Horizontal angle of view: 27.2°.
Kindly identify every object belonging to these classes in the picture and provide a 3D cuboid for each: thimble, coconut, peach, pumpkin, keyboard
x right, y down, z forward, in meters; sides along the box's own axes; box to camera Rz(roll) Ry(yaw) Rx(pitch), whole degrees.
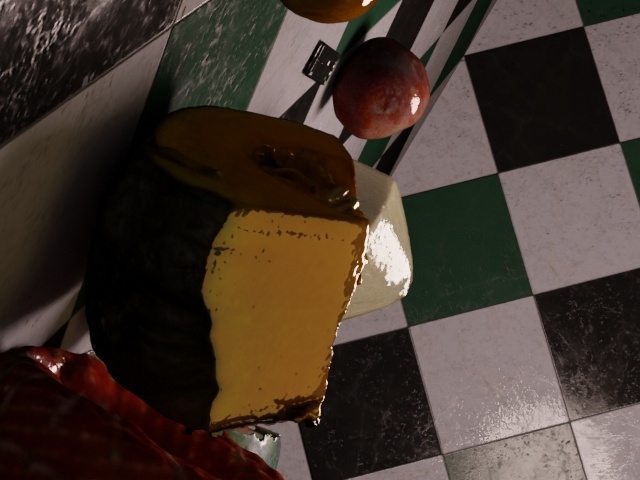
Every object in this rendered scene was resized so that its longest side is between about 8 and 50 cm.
[{"bbox_3d":[-0.184,0.258,1.151,0.231,0.350,0.350,-60,174,-2],"label":"thimble"},{"bbox_3d":[0.000,0.000,1.738,0.237,0.265,0.237,-156,-90,-90],"label":"coconut"},{"bbox_3d":[0.087,-0.241,2.005,0.152,0.152,0.152,-59,174,-11],"label":"peach"},{"bbox_3d":[-0.084,0.016,1.219,0.303,0.256,0.225,-105,-149,-67],"label":"pumpkin"},{"bbox_3d":[0.003,-0.242,1.808,0.053,0.010,0.155,-61,173,5],"label":"keyboard"}]

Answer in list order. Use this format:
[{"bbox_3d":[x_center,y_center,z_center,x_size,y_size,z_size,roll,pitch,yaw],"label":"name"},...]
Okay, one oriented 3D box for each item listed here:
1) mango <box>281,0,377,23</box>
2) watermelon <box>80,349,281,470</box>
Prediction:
[{"bbox_3d":[0.028,-0.308,1.218,0.151,0.120,0.221,13,100,-82],"label":"mango"},{"bbox_3d":[-0.182,0.204,1.470,0.226,0.318,0.148,56,-50,51],"label":"watermelon"}]
